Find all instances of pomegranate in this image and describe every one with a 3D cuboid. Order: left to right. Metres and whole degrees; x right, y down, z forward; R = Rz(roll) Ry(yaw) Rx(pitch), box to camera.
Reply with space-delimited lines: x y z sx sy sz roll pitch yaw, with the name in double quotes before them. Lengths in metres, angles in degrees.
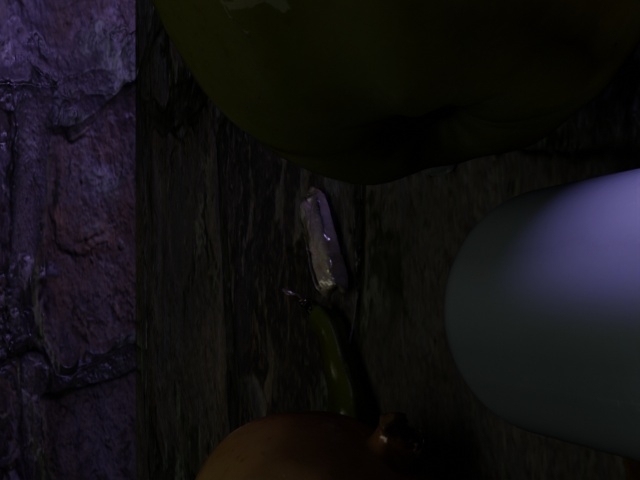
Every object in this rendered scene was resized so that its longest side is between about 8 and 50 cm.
"pomegranate" 0.018 0.329 1.121 0.338 0.338 0.338 178 90 -68

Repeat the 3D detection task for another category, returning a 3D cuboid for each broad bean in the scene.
"broad bean" 0.026 0.191 1.388 0.075 0.067 0.325 -36 51 28

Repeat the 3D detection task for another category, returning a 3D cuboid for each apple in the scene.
"apple" 0.064 -0.277 0.778 0.474 0.474 0.473 178 90 -68

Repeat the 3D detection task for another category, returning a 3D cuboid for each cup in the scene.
"cup" 0.228 0.050 0.705 0.312 0.206 0.205 172 95 -69

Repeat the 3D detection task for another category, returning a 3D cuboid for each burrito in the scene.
"burrito" 0.001 0.001 1.450 0.058 0.045 0.188 -38 50 32

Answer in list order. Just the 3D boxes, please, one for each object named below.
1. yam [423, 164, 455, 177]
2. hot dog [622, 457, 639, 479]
"yam" 0.116 -0.139 1.148 0.054 0.054 0.132 121 139 -53
"hot dog" 0.283 0.232 0.702 0.326 0.107 0.194 172 95 -68
